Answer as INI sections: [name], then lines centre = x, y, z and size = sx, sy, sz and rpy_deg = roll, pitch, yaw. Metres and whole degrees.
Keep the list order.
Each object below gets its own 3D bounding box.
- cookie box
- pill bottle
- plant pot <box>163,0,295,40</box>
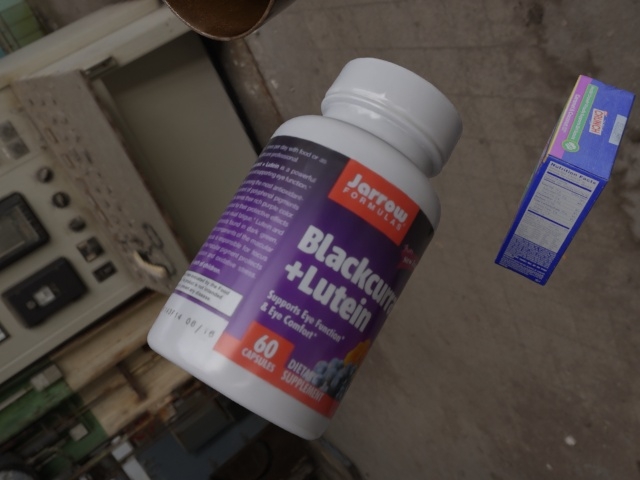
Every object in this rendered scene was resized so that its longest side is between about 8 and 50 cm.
[cookie box]
centre = 0.161, -0.039, 0.470
size = 0.040, 0.091, 0.107
rpy_deg = 25, 142, 12
[pill bottle]
centre = 0.000, 0.000, 0.393
size = 0.108, 0.193, 0.108
rpy_deg = 29, 168, 7
[plant pot]
centre = -0.053, -0.364, 0.786
size = 0.215, 0.230, 0.215
rpy_deg = 26, 136, 29
